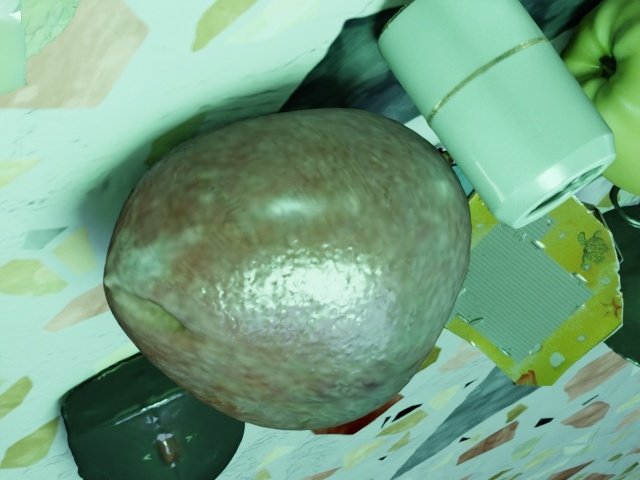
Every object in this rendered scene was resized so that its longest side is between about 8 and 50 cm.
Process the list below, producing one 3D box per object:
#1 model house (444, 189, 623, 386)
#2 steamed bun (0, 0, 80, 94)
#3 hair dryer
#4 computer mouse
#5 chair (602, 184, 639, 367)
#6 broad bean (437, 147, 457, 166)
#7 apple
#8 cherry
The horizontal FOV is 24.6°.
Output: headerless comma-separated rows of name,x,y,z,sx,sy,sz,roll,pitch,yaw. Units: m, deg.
model house,0.222,0.011,1.516,0.219,0.207,0.136,-51,-177,32
steamed bun,-0.186,-0.118,0.666,0.200,0.170,0.225,-13,153,-47
hair dryer,0.160,-0.099,1.184,0.107,0.173,0.357,-34,170,11
computer mouse,-0.155,0.199,1.432,0.170,0.100,0.269,-28,157,-13
chair,0.420,-0.046,1.491,0.226,0.226,0.401,-22,156,-22
broad bean,-0.001,0.000,1.295,0.297,0.043,0.060,-35,167,6
apple,0.294,-0.127,1.233,0.200,0.200,0.200,-26,157,-12
cherry,-0.026,0.021,1.091,0.307,0.221,0.261,2,134,-32
